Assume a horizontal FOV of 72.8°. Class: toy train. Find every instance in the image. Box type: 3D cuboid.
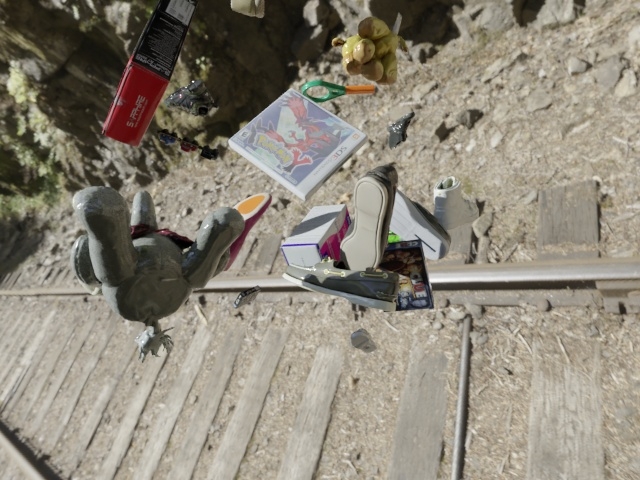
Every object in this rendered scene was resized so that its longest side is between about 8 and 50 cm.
[{"bbox_3d":[-0.337,-0.240,1.100,0.027,0.158,0.036,146,141,-64],"label":"toy train"}]

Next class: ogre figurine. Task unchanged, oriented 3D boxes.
[{"bbox_3d":[0.338,-0.054,1.888,0.118,0.096,0.197,5,29,34],"label":"ogre figurine"}]

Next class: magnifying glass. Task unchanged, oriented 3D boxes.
[{"bbox_3d":[0.056,-0.477,1.385,0.231,0.092,0.026,-3,72,3],"label":"magnifying glass"}]

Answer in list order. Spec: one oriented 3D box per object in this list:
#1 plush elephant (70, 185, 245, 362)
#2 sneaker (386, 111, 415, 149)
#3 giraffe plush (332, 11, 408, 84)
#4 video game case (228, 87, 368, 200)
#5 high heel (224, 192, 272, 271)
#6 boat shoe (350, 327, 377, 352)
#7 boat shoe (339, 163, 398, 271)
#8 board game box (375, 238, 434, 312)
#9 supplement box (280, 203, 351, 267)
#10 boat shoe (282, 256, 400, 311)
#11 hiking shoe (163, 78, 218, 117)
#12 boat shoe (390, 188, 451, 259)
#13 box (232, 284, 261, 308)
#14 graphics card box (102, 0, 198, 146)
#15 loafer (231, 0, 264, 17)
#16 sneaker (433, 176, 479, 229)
[{"bbox_3d":[-0.330,0.025,0.830,0.255,0.272,0.329,43,125,47],"label":"plush elephant"},{"bbox_3d":[0.320,-0.427,1.694,0.051,0.089,0.170,-29,4,-37],"label":"sneaker"},{"bbox_3d":[0.124,-0.538,1.230,0.171,0.181,0.210,7,61,45],"label":"giraffe plush"},{"bbox_3d":[-0.043,-0.192,0.836,0.201,0.023,0.183,37,70,19],"label":"video game case"},{"bbox_3d":[-0.209,-0.021,1.179,0.244,0.117,0.082,-46,49,-11],"label":"high heel"},{"bbox_3d":[0.082,0.190,0.849,0.035,0.100,0.035,-30,53,14],"label":"boat shoe"},{"bbox_3d":[0.125,-0.033,1.049,0.112,0.335,0.095,30,50,21],"label":"boat shoe"},{"bbox_3d":[0.250,0.114,1.342,0.165,0.243,0.042,-8,32,19],"label":"board game box"},{"bbox_3d":[0.000,0.000,1.205,0.114,0.111,0.220,-3,32,28],"label":"supplement box"},{"bbox_3d":[0.045,0.091,1.031,0.305,0.109,0.091,12,85,33],"label":"boat shoe"},{"bbox_3d":[-0.436,-0.452,1.448,0.227,0.114,0.086,2,47,47],"label":"hiking shoe"},{"bbox_3d":[0.295,-0.074,1.443,0.121,0.335,0.119,-45,-2,36],"label":"boat shoe"},{"bbox_3d":[-0.238,0.183,1.405,0.018,0.083,0.067,48,129,17],"label":"box"},{"bbox_3d":[-0.417,-0.438,1.076,0.233,0.094,0.370,-41,38,41],"label":"graphics card box"},{"bbox_3d":[-0.204,-0.699,1.138,0.102,0.092,0.268,110,151,-60],"label":"loafer"},{"bbox_3d":[0.493,-0.149,1.555,0.108,0.293,0.169,10,110,37],"label":"sneaker"}]
